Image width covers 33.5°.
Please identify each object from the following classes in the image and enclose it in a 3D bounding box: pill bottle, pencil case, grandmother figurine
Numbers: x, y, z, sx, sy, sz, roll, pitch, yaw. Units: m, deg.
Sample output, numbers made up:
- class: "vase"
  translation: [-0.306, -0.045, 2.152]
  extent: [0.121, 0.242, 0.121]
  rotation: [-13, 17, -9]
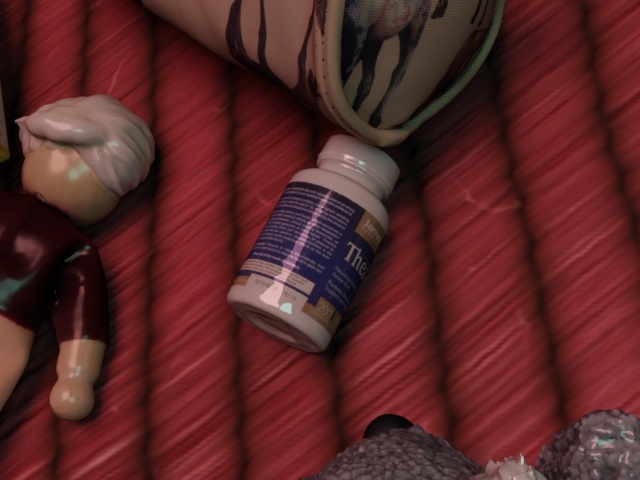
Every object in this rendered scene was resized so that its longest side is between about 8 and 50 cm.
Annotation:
- class: "pill bottle"
  translation: [0.000, 0.000, 0.630]
  extent: [0.067, 0.067, 0.120]
  rotation: [17, 70, 32]
- class: "pencil case"
  translation: [-0.052, -0.222, 0.706]
  extent: [0.410, 0.160, 0.183]
  rotation: [37, 111, 41]
- class: "grandmother figurine"
  translation: [-0.226, 0.042, 0.693]
  extent: [0.208, 0.104, 0.342]
  rotation: [32, 71, -1]

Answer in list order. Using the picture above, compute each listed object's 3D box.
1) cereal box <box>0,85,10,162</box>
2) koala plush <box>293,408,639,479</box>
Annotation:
- class: "cereal box"
  translation: [-0.334, -0.125, 0.817]
  extent: [0.173, 0.047, 0.240]
  rotation: [-25, 54, 6]
- class: "koala plush"
  translation: [0.051, 0.150, 0.421]
  extent: [0.196, 0.221, 0.203]
  rotation: [-16, 56, 15]
